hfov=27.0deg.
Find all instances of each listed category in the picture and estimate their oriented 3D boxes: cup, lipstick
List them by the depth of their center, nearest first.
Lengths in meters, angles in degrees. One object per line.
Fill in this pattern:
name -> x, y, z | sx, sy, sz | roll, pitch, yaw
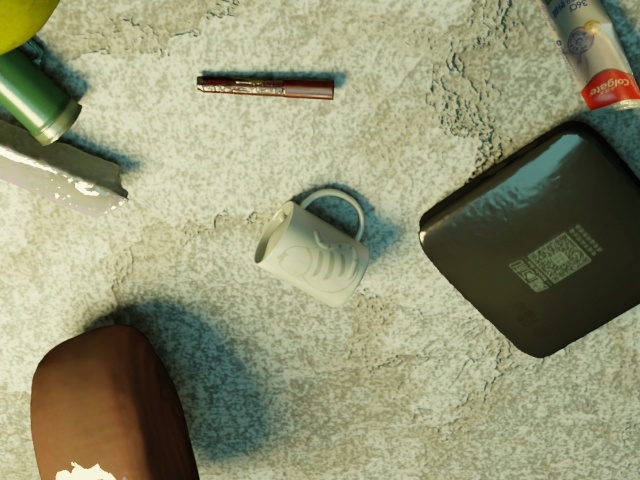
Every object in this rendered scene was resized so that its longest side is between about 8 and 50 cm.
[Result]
lipstick -> -0.070, -0.194, 1.695 | 0.176, 0.027, 0.027 | 3, 127, 4
cup -> -0.002, 0.008, 1.794 | 0.133, 0.099, 0.136 | 31, 124, -16

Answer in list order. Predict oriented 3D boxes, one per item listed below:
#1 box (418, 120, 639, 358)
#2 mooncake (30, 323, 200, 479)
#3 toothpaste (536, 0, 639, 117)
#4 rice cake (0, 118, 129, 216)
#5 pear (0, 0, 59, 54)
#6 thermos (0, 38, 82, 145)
box -> 0.314, 0.003, 1.781 | 0.289, 0.073, 0.290 | -35, 116, 26
mooncake -> -0.277, 0.300, 1.901 | 0.174, 0.326, 0.334 | -20, 133, 9
toothpaste -> 0.305, -0.267, 1.597 | 0.075, 0.048, 0.301 | -25, 123, 17
rice cake -> -0.440, -0.130, 1.751 | 0.399, 0.064, 0.070 | 23, 135, -12
pear -> -0.429, -0.309, 1.507 | 0.307, 0.253, 0.253 | -29, 119, 30
thermos -> -0.390, -0.209, 1.681 | 0.083, 0.073, 0.188 | -33, 118, 27
